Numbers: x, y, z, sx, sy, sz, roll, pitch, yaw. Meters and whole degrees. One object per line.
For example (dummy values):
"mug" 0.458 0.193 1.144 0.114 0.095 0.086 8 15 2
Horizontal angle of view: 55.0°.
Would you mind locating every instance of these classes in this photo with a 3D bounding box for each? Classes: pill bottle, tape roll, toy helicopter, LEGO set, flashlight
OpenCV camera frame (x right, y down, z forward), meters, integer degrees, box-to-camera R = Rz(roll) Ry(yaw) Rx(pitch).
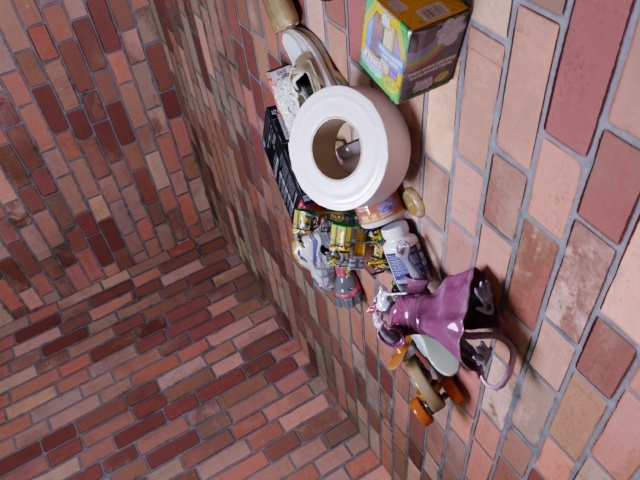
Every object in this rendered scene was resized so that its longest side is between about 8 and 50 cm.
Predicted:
"pill bottle" 0.121 -0.148 1.547 0.216 0.121 0.121 66 163 -11
"tape roll" 0.062 -0.214 1.425 0.286 0.100 0.286 10 107 37
"pill bottle" 0.217 0.038 1.583 0.169 0.094 0.094 67 163 -13
"toy helicopter" 0.262 0.351 1.811 0.235 0.140 0.355 49 -172 -31
"LEGO set" 0.061 0.028 1.744 0.331 0.255 0.192 20 107 51
"flashlight" 0.064 0.084 2.081 0.103 0.103 0.304 38 150 57

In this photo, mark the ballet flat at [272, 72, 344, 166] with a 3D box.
"ballet flat" -0.010 -0.288 1.730 0.408 0.147 0.147 66 163 -6

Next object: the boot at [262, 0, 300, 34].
"boot" -0.119 -0.676 1.556 0.236 0.089 0.269 -138 26 -74

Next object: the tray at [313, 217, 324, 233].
"tray" 0.000 0.000 2.271 0.145 0.030 0.270 51 159 39

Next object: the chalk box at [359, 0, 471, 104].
"chalk box" 0.162 -0.350 1.120 0.132 0.132 0.213 55 160 25

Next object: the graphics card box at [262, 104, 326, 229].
"graphics card box" -0.088 -0.230 1.995 0.232 0.094 0.370 110 140 -67

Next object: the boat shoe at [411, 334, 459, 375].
"boat shoe" 0.313 0.288 1.718 0.227 0.079 0.081 57 172 36

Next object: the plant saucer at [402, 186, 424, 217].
"plant saucer" 0.225 -0.091 1.509 0.083 0.015 0.083 54 161 29

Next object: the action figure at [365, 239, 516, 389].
"action figure" 0.264 0.168 1.460 0.276 0.248 0.370 43 156 -26

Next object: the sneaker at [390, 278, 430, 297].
"sneaker" 0.268 0.200 1.662 0.234 0.097 0.084 57 162 21

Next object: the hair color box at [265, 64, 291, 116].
"hair color box" -0.107 -0.451 1.856 0.043 0.072 0.141 33 144 59

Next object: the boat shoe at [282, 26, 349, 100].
"boat shoe" -0.029 -0.436 1.597 0.302 0.103 0.113 56 161 23

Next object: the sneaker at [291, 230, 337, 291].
"sneaker" 0.020 0.079 2.197 0.296 0.131 0.111 48 -159 -46
